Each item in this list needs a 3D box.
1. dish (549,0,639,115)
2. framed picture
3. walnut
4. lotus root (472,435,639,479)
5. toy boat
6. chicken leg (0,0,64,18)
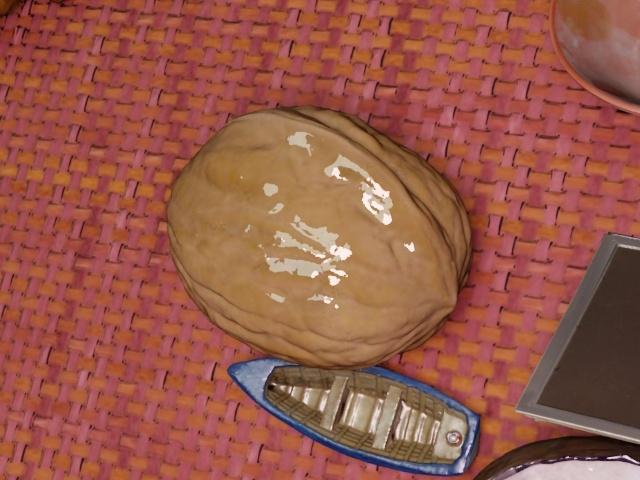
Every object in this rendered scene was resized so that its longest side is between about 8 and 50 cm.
[{"bbox_3d":[0.323,-0.178,1.163,0.260,0.085,0.260,-14,52,18],"label":"dish"},{"bbox_3d":[0.276,0.080,1.077,0.197,0.014,0.252,11,36,23],"label":"framed picture"},{"bbox_3d":[0.000,0.000,1.185,0.261,0.225,0.225,28,87,25],"label":"walnut"},{"bbox_3d":[0.217,0.262,1.048,0.272,0.192,0.272,1,93,11],"label":"lotus root"},{"bbox_3d":[0.027,0.143,1.223,0.229,0.046,0.080,13,82,23],"label":"toy boat"},{"bbox_3d":[-0.287,-0.360,1.434,0.295,0.182,0.409,10,64,13],"label":"chicken leg"}]
